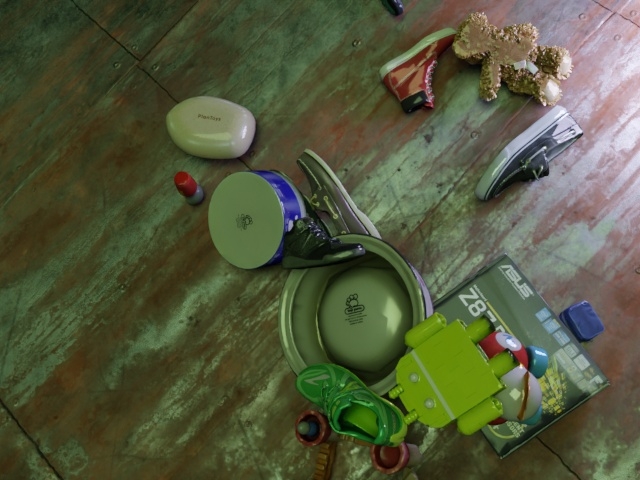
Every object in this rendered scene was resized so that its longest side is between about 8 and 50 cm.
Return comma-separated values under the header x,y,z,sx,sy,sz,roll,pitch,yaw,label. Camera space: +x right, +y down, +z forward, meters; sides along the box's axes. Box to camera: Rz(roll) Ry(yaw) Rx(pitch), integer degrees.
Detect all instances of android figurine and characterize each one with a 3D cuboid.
x,y,z,sx,sy,sz,roll,pitch,yaw,label
0.268,0.280,1.255,0.272,0.056,0.248,-37,62,15,android figurine

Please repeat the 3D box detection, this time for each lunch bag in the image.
x,y,z,sx,sy,sz,roll,pitch,yaw,label
0.647,0.207,1.488,0.067,0.065,0.099,-22,74,-11,lunch bag

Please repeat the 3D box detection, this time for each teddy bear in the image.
x,y,z,sx,sy,sz,roll,pitch,yaw,label
0.521,-0.490,1.645,0.337,0.113,0.245,8,89,3,teddy bear

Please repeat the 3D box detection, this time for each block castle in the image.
x,y,z,sx,sy,sz,roll,pitch,yaw,label
0.040,0.649,1.376,0.302,0.212,0.454,7,75,34,block castle

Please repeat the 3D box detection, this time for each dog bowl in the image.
x,y,z,sx,sy,sz,roll,pitch,yaw,label
-0.173,-0.057,1.620,0.264,0.104,0.265,4,98,32,dog bowl
0.099,0.193,1.494,0.407,0.150,0.408,-6,80,32,dog bowl

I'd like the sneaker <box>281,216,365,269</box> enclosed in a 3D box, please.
x,y,z,sx,sy,sz,roll,pitch,yaw,label
0.000,0.000,1.447,0.227,0.087,0.131,-6,85,37,sneaker

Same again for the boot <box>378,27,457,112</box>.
x,y,z,sx,sy,sz,roll,pitch,yaw,label
0.311,-0.469,1.687,0.244,0.088,0.176,-34,79,6,boot

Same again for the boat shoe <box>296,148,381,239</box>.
x,y,z,sx,sy,sz,roll,pitch,yaw,label
0.032,-0.098,1.616,0.096,0.116,0.324,-38,92,-4,boat shoe

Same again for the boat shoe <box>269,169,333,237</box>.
x,y,z,sx,sy,sz,roll,pitch,yaw,label
-0.067,-0.066,1.663,0.114,0.091,0.303,-40,74,1,boat shoe

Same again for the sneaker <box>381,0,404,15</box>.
x,y,z,sx,sy,sz,roll,pitch,yaw,label
0.206,-0.769,1.768,0.098,0.083,0.224,-28,74,-1,sneaker

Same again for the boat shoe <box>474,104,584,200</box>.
x,y,z,sx,sy,sz,roll,pitch,yaw,label
0.550,-0.212,1.563,0.335,0.121,0.119,-43,70,-3,boat shoe

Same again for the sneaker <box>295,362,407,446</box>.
x,y,z,sx,sy,sz,roll,pitch,yaw,label
0.054,0.357,1.333,0.295,0.123,0.110,21,94,36,sneaker

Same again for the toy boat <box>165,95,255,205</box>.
x,y,z,sx,sy,sz,roll,pitch,yaw,label
-0.341,-0.264,1.744,0.267,0.148,0.319,16,74,8,toy boat

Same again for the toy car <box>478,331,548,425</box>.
x,y,z,sx,sy,sz,roll,pitch,yaw,label
0.409,0.304,1.296,0.219,0.238,0.211,13,81,-5,toy car

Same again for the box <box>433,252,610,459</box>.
x,y,z,sx,sy,sz,roll,pitch,yaw,label
0.451,0.281,1.492,0.318,0.097,0.395,-34,74,1,box
